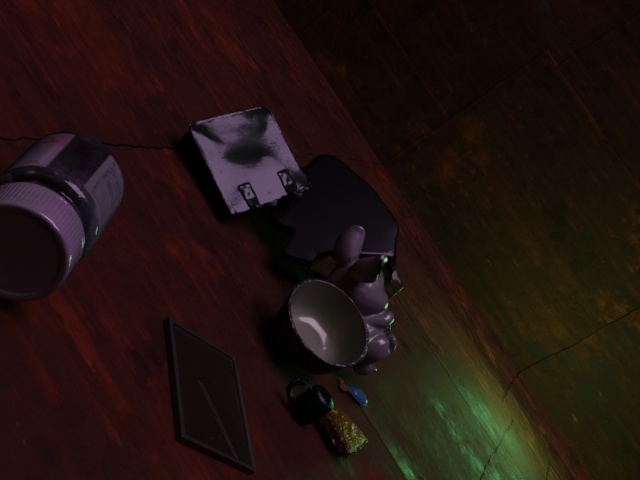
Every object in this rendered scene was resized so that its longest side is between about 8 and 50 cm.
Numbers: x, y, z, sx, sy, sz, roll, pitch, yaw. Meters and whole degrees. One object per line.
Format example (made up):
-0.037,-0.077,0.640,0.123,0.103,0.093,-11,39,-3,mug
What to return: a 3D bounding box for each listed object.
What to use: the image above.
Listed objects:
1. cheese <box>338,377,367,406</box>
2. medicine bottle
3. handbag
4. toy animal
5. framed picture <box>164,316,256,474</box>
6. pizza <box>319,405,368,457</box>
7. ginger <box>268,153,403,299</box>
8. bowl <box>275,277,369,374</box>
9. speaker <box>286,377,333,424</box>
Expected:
0.077,0.350,1.964,0.111,0.017,0.047,41,19,-37,cheese
-0.395,-0.042,1.232,0.165,0.165,0.273,49,20,-18,medicine bottle
-0.174,-0.181,2.008,0.248,0.079,0.260,-20,75,-38,handbag
0.085,0.144,1.948,0.208,0.154,0.325,-129,-149,-48,toy animal
-0.189,0.261,1.450,0.184,0.016,0.250,39,24,-41,framed picture
0.040,0.397,1.748,0.178,0.041,0.131,39,21,-40,pizza
0.000,0.000,2.161,0.359,0.211,0.413,-8,57,-32,ginger
-0.012,0.196,1.810,0.211,0.112,0.211,27,42,-27,bowl
-0.026,0.314,1.670,0.094,0.075,0.060,40,22,-37,speaker
